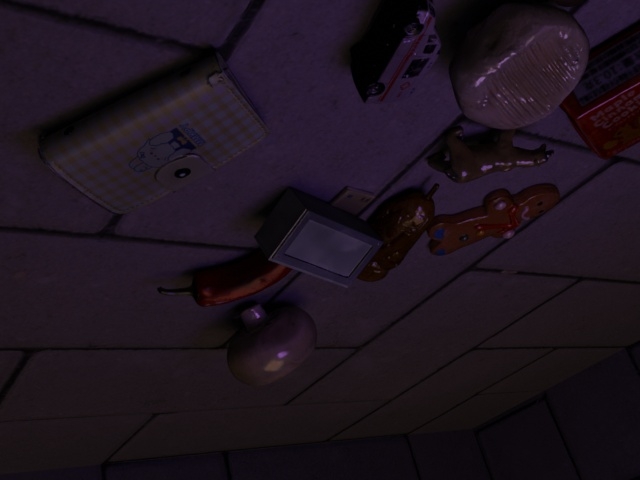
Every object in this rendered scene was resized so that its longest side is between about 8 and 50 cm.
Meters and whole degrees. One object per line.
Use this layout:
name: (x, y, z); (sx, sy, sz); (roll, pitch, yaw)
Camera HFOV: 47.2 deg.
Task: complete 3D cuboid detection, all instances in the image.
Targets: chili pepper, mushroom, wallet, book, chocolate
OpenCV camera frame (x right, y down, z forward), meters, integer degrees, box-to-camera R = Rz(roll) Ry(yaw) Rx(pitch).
chili pepper: (-0.160, 0.057, 1.585); (0.369, 0.091, 0.137); (-27, 132, 6)
mushroom: (-0.133, 0.247, 1.823); (0.246, 0.202, 0.246); (-30, -167, 8)
wallet: (-0.250, -0.158, 1.151); (0.310, 0.077, 0.223); (-23, 148, 10)
book: (0.050, -0.070, 1.520); (0.077, 0.014, 0.111); (12, 141, -39)
chocolate: (0.566, -0.271, 1.338); (0.238, 0.107, 0.235); (-28, 148, 24)

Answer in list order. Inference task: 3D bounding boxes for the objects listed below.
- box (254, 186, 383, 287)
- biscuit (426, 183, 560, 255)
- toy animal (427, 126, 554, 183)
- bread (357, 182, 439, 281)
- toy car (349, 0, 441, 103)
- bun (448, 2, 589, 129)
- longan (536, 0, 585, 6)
box: (0.000, 0.000, 1.474); (0.225, 0.086, 0.129); (22, 112, -41)
biscuit: (0.407, -0.049, 1.720); (0.324, 0.049, 0.205); (-21, 151, 4)
toy animal: (0.325, -0.164, 1.407); (0.219, 0.100, 0.103); (-13, 150, -6)
bread: (0.166, -0.013, 1.612); (0.124, 0.083, 0.344); (1, 147, -29)
toy car: (0.125, -0.293, 1.080); (0.108, 0.089, 0.209); (-3, 151, -24)
bun: (0.302, -0.283, 1.143); (0.231, 0.133, 0.231); (-13, 145, -10)
longan: (0.351, -0.379, 1.042); (0.114, 0.092, 0.113); (-22, 168, -5)
